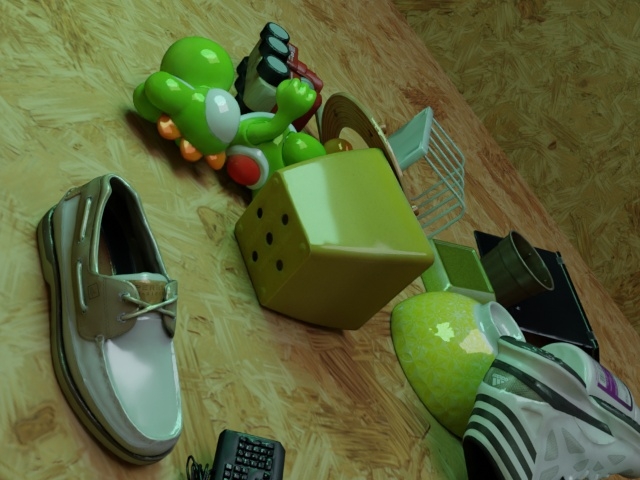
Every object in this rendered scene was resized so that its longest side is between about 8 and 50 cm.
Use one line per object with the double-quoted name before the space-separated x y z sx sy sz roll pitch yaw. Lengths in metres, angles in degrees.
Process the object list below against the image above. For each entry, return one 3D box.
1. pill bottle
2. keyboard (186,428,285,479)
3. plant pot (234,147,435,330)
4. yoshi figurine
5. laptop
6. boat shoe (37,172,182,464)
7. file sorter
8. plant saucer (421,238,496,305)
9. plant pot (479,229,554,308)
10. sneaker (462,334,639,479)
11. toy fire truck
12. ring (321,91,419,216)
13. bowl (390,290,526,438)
"pill bottle" 0.603 0.362 1.536 0.301 0.169 0.169 34 32 -33
"keyboard" -0.088 0.267 0.643 0.100 0.038 0.192 12 45 -7
"plant pot" 0.000 0.000 0.994 0.187 0.212 0.212 0 55 -39
"yoshi figurine" -0.118 -0.200 1.073 0.362 0.203 0.203 24 23 -40
"laptop" 0.604 0.214 1.886 0.382 0.236 0.408 -88 162 -51
"boat shoe" -0.202 0.068 0.681 0.113 0.103 0.302 5 53 -56
"file sorter" 0.205 -0.134 1.486 0.173 0.193 0.278 48 27 -14
"plant saucer" 0.302 0.069 1.494 0.188 0.045 0.188 11 46 -31
"plant pot" 0.434 0.087 1.604 0.167 0.165 0.167 38 31 -27
"sneaker" 0.384 0.366 1.146 0.447 0.257 0.169 37 -10 -30
"toy fire truck" -0.045 -0.270 1.331 0.246 0.158 0.217 27 34 -23
"ring" 0.086 -0.096 1.177 0.336 0.032 0.336 59 -17 30
"bowl" 0.280 0.199 1.234 0.289 0.156 0.289 39 29 -27
